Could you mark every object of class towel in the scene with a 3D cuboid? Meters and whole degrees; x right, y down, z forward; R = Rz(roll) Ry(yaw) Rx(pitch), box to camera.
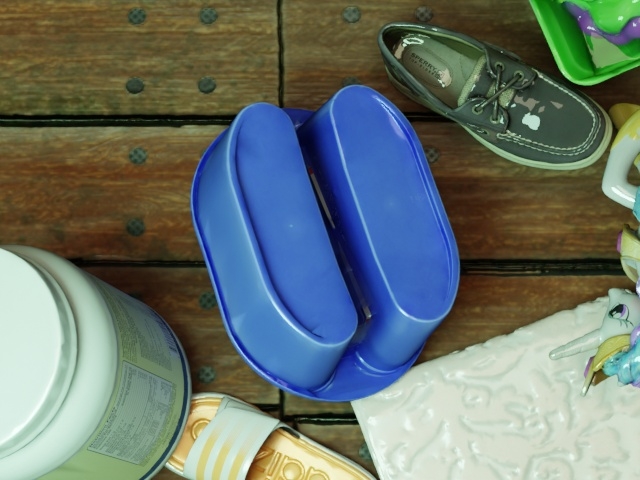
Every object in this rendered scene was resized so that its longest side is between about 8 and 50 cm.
[{"bbox_3d":[0.239,0.252,1.628,0.331,0.053,0.317,-21,81,-1],"label":"towel"}]

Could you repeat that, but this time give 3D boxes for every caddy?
[{"bbox_3d":[0.000,0.000,1.622,0.241,0.179,0.341,-12,73,-20],"label":"caddy"}]

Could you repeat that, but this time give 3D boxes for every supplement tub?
[{"bbox_3d":[-0.284,0.136,1.516,0.235,0.325,0.235,-4,75,14],"label":"supplement tub"}]

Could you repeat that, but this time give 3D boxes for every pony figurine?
[{"bbox_3d":[0.433,0.021,1.572,0.351,0.303,0.363,10,63,8],"label":"pony figurine"}]

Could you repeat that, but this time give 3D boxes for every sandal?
[{"bbox_3d":[-0.055,0.235,1.631,0.265,0.076,0.102,20,81,6],"label":"sandal"}]

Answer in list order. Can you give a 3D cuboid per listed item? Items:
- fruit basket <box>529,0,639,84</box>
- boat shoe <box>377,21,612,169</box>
[{"bbox_3d":[0.284,-0.359,1.577,0.283,0.392,0.392,-22,80,-1],"label":"fruit basket"},{"bbox_3d":[0.179,-0.161,1.644,0.285,0.092,0.103,31,94,27],"label":"boat shoe"}]
